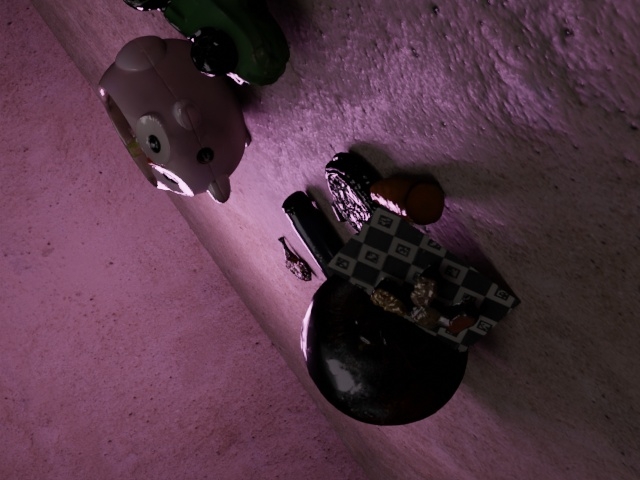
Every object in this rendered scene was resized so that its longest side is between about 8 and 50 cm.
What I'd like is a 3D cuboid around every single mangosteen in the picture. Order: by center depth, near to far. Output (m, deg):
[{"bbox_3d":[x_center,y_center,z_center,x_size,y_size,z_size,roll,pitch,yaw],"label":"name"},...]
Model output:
[{"bbox_3d":[0.119,0.195,1.750,0.330,0.330,0.330,49,166,17],"label":"mangosteen"}]

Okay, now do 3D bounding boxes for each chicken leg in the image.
[{"bbox_3d":[-0.072,0.055,2.584,0.145,0.037,0.062,48,143,17],"label":"chicken leg"}]

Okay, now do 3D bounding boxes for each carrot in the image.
[{"bbox_3d":[0.124,-0.072,1.546,0.072,0.072,0.205,58,165,-20],"label":"carrot"}]

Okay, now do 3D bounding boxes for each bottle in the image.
[{"bbox_3d":[0.000,0.000,2.138,0.072,0.082,0.244,-24,109,30],"label":"bottle"}]

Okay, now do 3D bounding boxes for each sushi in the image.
[{"bbox_3d":[0.157,0.085,1.528,0.279,0.043,0.192,35,136,-5],"label":"sushi"}]

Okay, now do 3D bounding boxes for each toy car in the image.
[{"bbox_3d":[-0.188,-0.406,1.519,0.359,0.176,0.213,44,-163,5],"label":"toy car"}]

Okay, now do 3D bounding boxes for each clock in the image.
[{"bbox_3d":[-0.301,-0.267,2.070,0.377,0.250,0.368,43,159,49],"label":"clock"}]

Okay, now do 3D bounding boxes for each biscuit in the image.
[{"bbox_3d":[0.075,-0.076,1.733,0.194,0.053,0.194,49,166,17],"label":"biscuit"}]

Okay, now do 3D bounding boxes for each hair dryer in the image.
[{"bbox_3d":[0.060,-0.051,1.917,0.083,0.026,0.047,28,155,44],"label":"hair dryer"}]

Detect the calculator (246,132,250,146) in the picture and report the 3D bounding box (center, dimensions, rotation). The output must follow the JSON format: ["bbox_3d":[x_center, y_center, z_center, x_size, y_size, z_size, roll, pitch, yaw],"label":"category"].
[{"bbox_3d":[-0.219,-0.273,2.273,0.166,0.024,0.103,32,156,50],"label":"calculator"}]
